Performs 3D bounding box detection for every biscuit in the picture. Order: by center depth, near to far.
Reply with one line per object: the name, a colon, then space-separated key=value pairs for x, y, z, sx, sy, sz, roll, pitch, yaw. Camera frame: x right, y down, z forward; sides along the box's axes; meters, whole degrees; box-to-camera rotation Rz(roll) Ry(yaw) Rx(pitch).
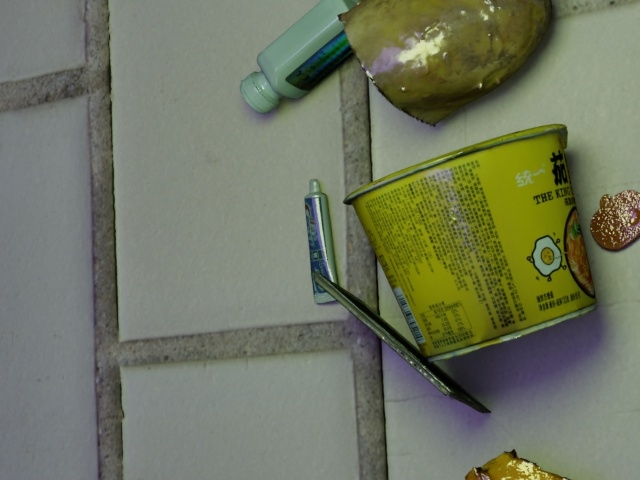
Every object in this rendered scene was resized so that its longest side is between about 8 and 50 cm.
biscuit: x=0.419 y=-0.031 z=1.815 sx=0.091 sy=0.015 sz=0.078 roll=-39 pitch=67 yaw=20

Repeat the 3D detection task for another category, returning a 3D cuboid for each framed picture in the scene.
framed picture: x=0.116 y=0.151 z=1.851 sx=0.273 sy=0.216 sz=0.016 roll=40 pitch=92 yaw=26

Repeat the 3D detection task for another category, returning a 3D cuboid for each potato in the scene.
potato: x=0.201 y=-0.307 z=1.860 sx=0.266 sy=0.229 sz=0.229 roll=-35 pitch=70 yaw=16

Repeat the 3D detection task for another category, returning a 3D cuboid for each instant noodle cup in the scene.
instant noodle cup: x=0.220 y=0.011 z=1.765 sx=0.326 sy=0.326 sz=0.254 roll=-21 pitch=85 yaw=26

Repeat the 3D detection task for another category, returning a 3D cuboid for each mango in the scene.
mango: x=0.315 y=0.387 z=1.773 sx=0.252 sy=0.126 sz=0.154 roll=38 pitch=92 yaw=19

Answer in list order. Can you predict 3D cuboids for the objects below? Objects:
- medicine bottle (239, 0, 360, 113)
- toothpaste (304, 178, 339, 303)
medicine bottle: x=-0.024 y=-0.288 z=2.019 sx=0.229 sy=0.121 sz=0.083 roll=-38 pitch=70 yaw=21
toothpaste: x=0.000 y=0.000 z=2.031 sx=0.057 sy=0.035 sz=0.197 roll=-13 pitch=80 yaw=43
